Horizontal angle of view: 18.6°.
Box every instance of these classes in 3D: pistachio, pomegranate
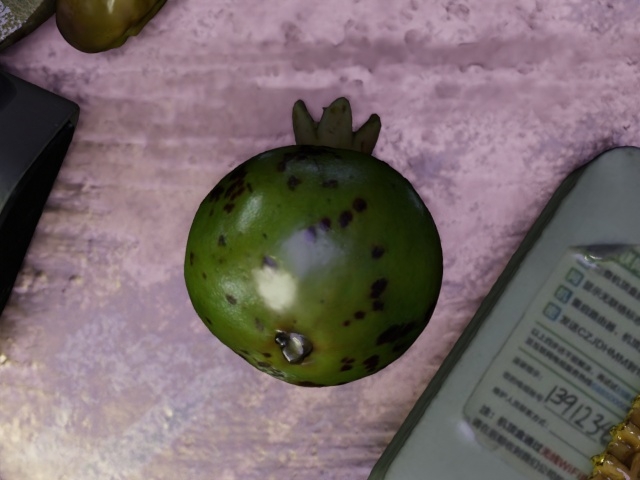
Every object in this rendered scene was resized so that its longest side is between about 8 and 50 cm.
[{"bbox_3d":[-0.160,-0.244,1.595,0.100,0.110,0.189,9,92,-12],"label":"pistachio"},{"bbox_3d":[0.000,0.000,1.587,0.211,0.211,0.263,8,50,7],"label":"pomegranate"}]

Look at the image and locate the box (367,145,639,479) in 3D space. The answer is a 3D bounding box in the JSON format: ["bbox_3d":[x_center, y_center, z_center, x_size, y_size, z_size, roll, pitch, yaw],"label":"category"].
[{"bbox_3d":[0.287,0.172,1.577,0.396,0.111,0.396,36,75,0],"label":"box"}]

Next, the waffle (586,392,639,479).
[{"bbox_3d":[0.258,0.159,1.495,0.161,0.046,0.192,1,78,-7],"label":"waffle"}]

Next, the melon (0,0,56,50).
[{"bbox_3d":[-0.295,-0.208,1.613,0.160,0.079,0.128,-39,107,6],"label":"melon"}]

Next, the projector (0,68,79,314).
[{"bbox_3d":[-0.359,-0.028,1.532,0.249,0.248,0.248,24,116,-1],"label":"projector"}]
